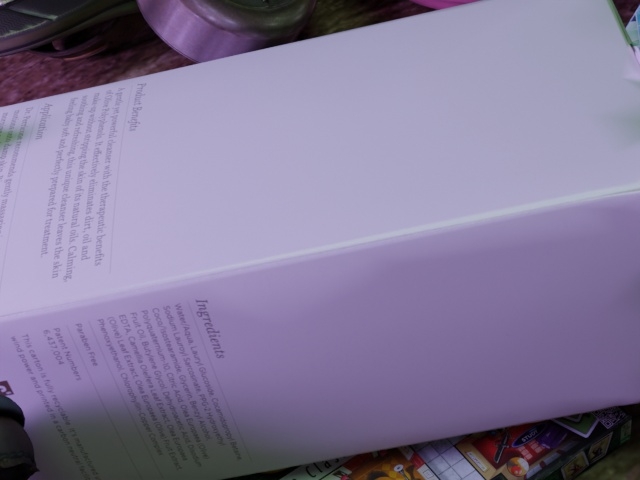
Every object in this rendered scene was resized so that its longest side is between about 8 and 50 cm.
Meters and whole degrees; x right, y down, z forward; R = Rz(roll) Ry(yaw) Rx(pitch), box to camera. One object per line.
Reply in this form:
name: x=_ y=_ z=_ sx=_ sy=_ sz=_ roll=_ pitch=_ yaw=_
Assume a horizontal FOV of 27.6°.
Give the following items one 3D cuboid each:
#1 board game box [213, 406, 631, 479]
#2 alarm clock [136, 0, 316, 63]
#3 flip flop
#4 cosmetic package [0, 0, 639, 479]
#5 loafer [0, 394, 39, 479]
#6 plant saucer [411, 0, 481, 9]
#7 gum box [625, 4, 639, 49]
board game box: x=0.026 y=0.126 z=0.707 sx=0.259 sy=0.030 sz=0.136 roll=-31 pitch=49 yaw=-18
alarm clock: x=-0.057 y=-0.172 z=0.940 sx=0.129 sy=0.064 sz=0.192 roll=-16 pitch=72 yaw=-36
flip flop: x=-0.179 y=-0.182 z=0.990 sx=0.112 sy=0.080 sz=0.277 roll=37 pitch=47 yaw=28
cosmetic package: x=0.000 y=0.000 z=0.705 sx=0.365 sy=0.155 sz=0.197 roll=-10 pitch=39 yaw=7
loafer: x=-0.248 y=0.192 z=0.619 sx=0.302 sy=0.109 sz=0.095 roll=-36 pitch=66 yaw=5
plant saucer: x=0.144 y=-0.285 z=1.021 sx=0.332 sy=0.084 sz=0.332 roll=-4 pitch=48 yaw=5
gum box: x=0.301 y=-0.123 z=0.878 sx=0.184 sy=0.041 sz=0.157 roll=19 pitch=54 yaw=25
